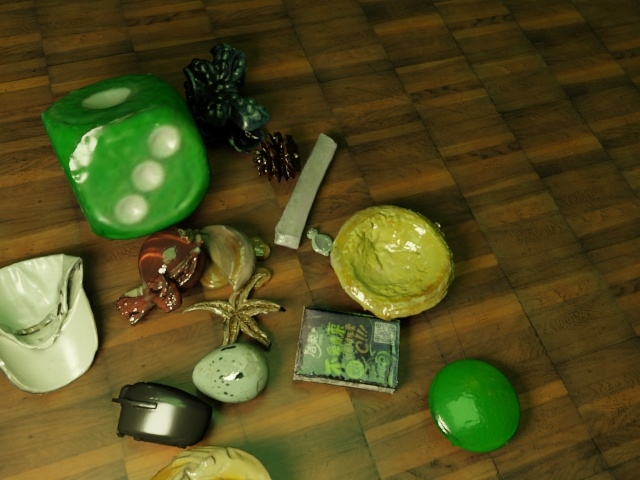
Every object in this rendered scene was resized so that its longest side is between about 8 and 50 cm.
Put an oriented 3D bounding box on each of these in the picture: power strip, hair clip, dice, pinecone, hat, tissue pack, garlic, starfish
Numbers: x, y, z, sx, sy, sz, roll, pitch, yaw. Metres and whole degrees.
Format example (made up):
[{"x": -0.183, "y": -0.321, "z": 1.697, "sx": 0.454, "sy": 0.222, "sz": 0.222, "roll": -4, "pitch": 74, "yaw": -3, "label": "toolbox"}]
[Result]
[{"x": 0.000, "y": 0.000, "z": 1.576, "sx": 0.055, "sy": 0.035, "sz": 0.083, "roll": -37, "pitch": 73, "yaw": -24, "label": "power strip"}, {"x": -0.271, "y": -0.387, "z": 1.682, "sx": 0.206, "sy": 0.194, "sz": 0.310, "roll": -12, "pitch": 61, "yaw": -21, "label": "hair clip"}, {"x": -0.450, "y": -0.199, "z": 1.446, "sx": 0.297, "sy": 0.300, "sz": 0.287, "roll": -28, "pitch": 41, "yaw": -21, "label": "dice"}, {"x": -0.116, "y": -0.219, "z": 1.634, "sx": 0.121, "sy": 0.140, "sz": 0.140, "roll": -18, "pitch": 60, "yaw": 15, "label": "pinecone"}, {"x": -0.624, "y": 0.184, "z": 1.354, "sx": 0.258, "sy": 0.168, "sz": 0.301, "roll": -24, "pitch": 89, "yaw": -36, "label": "hat"}, {"x": 0.064, "y": 0.249, "z": 1.419, "sx": 0.235, "sy": 0.073, "sz": 0.173, "roll": 8, "pitch": 60, "yaw": -2, "label": "tissue pack"}, {"x": -0.213, "y": 0.023, "z": 1.470, "sx": 0.101, "sy": 0.087, "sz": 0.195, "roll": -33, "pitch": 65, "yaw": -14, "label": "garlic"}, {"x": -0.198, "y": 0.168, "z": 1.447, "sx": 0.238, "sy": 0.057, "sz": 0.213, "roll": 8, "pitch": 66, "yaw": 6, "label": "starfish"}]

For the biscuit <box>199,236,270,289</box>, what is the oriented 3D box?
[{"x": -0.241, "y": 0.052, "z": 1.520, "sx": 0.236, "sy": 0.040, "sz": 0.144, "roll": 2, "pitch": 55, "yaw": -8, "label": "biscuit"}]

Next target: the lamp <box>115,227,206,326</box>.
[{"x": -0.359, "y": 0.064, "z": 1.406, "sx": 0.151, "sy": 0.215, "sz": 0.223, "roll": 54, "pitch": 41, "yaw": -15, "label": "lamp"}]

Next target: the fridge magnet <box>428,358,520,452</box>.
[{"x": 0.341, "y": 0.366, "z": 1.377, "sx": 0.208, "sy": 0.088, "sz": 0.208, "roll": 4, "pitch": 60, "yaw": -6, "label": "fridge magnet"}]

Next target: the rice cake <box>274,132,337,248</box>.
[{"x": -0.038, "y": -0.130, "z": 1.631, "sx": 0.072, "sy": 0.056, "sz": 0.365, "roll": 20, "pitch": 60, "yaw": -1, "label": "rice cake"}]

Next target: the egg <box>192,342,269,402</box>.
[{"x": -0.192, "y": 0.286, "z": 1.332, "sx": 0.164, "sy": 0.131, "sz": 0.131, "roll": -7, "pitch": 62, "yaw": -15, "label": "egg"}]

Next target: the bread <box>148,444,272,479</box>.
[{"x": -0.266, "y": 0.554, "z": 1.164, "sx": 0.388, "sy": 0.183, "sz": 0.236, "roll": -37, "pitch": 85, "yaw": -30, "label": "bread"}]

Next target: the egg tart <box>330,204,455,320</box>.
[{"x": 0.171, "y": 0.060, "z": 1.513, "sx": 0.315, "sy": 0.120, "sz": 0.315, "roll": 2, "pitch": 59, "yaw": -4, "label": "egg tart"}]

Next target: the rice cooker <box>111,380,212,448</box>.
[{"x": -0.327, "y": 0.358, "z": 1.274, "sx": 0.203, "sy": 0.142, "sz": 0.118, "roll": 9, "pitch": 71, "yaw": 4, "label": "rice cooker"}]
